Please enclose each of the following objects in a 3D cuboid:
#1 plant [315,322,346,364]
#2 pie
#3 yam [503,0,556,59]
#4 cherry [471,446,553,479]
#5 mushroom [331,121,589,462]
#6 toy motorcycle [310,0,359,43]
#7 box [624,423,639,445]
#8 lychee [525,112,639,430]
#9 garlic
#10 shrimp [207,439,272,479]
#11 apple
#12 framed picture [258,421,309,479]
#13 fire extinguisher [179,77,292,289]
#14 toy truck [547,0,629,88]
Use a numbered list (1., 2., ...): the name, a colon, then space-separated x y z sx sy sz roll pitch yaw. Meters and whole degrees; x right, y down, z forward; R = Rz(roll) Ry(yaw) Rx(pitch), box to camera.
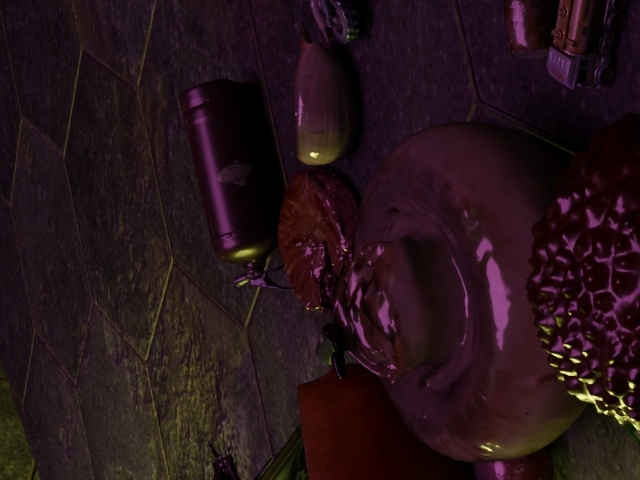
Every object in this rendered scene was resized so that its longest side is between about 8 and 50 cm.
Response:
1. plant: 0.029 0.128 2.099 0.051 0.051 0.102 58 134 38
2. pie: 0.000 0.000 2.103 0.204 0.054 0.218 59 147 37
3. yam: 0.207 -0.314 1.545 0.061 0.061 0.253 0 100 65
4. cherry: 0.218 0.216 1.691 0.107 0.090 0.225 143 125 -84
5. mushroom: 0.137 0.058 1.549 0.362 0.294 0.362 172 90 -66
6. toy motorcycle: -0.004 -0.369 1.946 0.130 0.094 0.229 6 117 69
7. box: 0.373 0.197 1.411 0.235 0.034 0.132 54 145 43
8. lychee: 0.309 0.017 1.236 0.264 0.300 0.264 45 -177 -3
9. garlic: -0.006 -0.198 2.011 0.128 0.090 0.198 -140 41 -71
10. shrimp: -0.094 0.507 2.316 0.221 0.166 0.410 -7 88 42
11. apple: 0.074 0.333 1.796 0.329 0.295 0.365 -42 55 52
12. framed picture: -0.033 0.360 2.113 0.019 0.296 0.232 15 121 17
13. fire extinguisher: -0.120 -0.076 2.264 0.135 0.114 0.337 -18 81 37
14. toy truck: 0.260 -0.211 1.464 0.052 0.063 0.123 46 138 49
